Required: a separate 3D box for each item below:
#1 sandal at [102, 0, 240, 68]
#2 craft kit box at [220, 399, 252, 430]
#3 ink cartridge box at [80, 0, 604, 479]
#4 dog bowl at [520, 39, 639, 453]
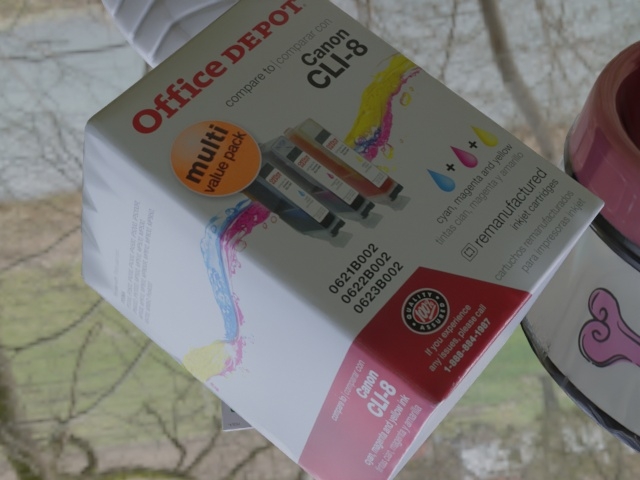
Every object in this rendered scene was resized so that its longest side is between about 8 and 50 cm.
[{"bbox_3d":[-0.144,-0.298,0.972,0.169,0.416,0.102,-35,-179,7],"label":"sandal"},{"bbox_3d":[0.006,0.071,1.245,0.250,0.246,0.061,-6,174,-4],"label":"craft kit box"},{"bbox_3d":[0.000,0.000,0.500,0.128,0.176,0.127,-45,166,-30],"label":"ink cartridge box"},{"bbox_3d":[0.333,-0.012,0.732,0.408,0.150,0.408,1,-146,-1],"label":"dog bowl"}]
